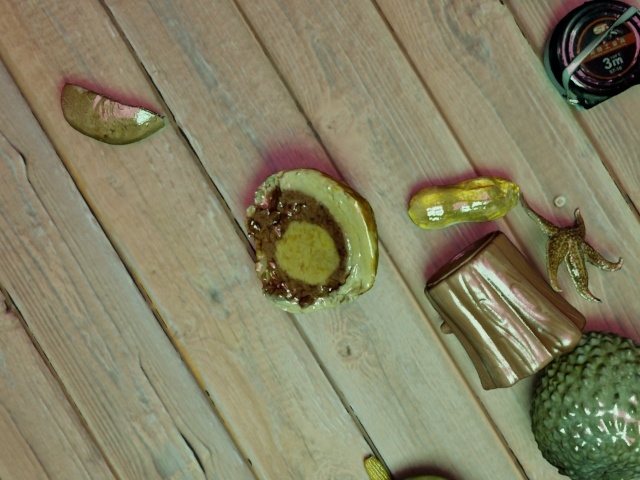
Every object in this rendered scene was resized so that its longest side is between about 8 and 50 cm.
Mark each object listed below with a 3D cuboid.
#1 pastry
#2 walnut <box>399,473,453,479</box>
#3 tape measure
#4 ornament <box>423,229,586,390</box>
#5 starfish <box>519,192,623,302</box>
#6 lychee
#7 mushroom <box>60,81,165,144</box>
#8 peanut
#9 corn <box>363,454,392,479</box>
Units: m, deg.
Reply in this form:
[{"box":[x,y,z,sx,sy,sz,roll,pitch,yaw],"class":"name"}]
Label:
[{"box":[0.004,-0.008,1.101,0.236,0.170,0.256,-13,92,27],"class":"pastry"},{"box":[0.191,0.560,1.085,0.282,0.227,0.283,-9,68,24],"class":"walnut"},{"box":[0.502,-0.339,1.101,0.181,0.107,0.181,-20,94,3],"class":"tape measure"},{"box":[0.322,0.111,1.084,0.221,0.235,0.218,-37,86,-30],"class":"ornament"},{"box":[0.435,0.004,1.086,0.213,0.057,0.238,-27,74,-40],"class":"starfish"},{"box":[0.497,0.299,1.065,0.255,0.255,0.275,-4,60,3],"class":"lychee"},{"box":[-0.409,-0.236,1.166,0.209,0.072,0.094,23,102,2],"class":"mushroom"},{"box":[0.265,-0.070,1.132,0.206,0.087,0.087,-11,91,6],"class":"peanut"},{"box":[0.116,0.460,1.179,0.037,0.037,0.092,-32,88,3],"class":"corn"}]
